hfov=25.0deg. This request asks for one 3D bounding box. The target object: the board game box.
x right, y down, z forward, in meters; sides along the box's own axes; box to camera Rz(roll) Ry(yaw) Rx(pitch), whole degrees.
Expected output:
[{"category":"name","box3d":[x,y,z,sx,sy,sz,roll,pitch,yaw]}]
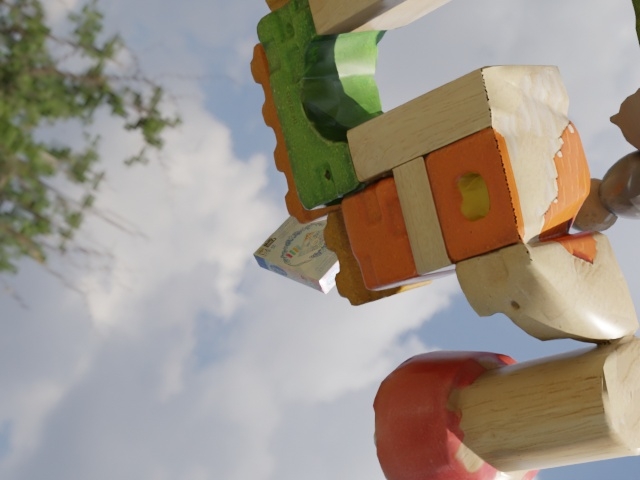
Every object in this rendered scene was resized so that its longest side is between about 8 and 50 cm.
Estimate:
[{"category":"board game box","box3d":[0.000,0.000,1.302,0.090,0.020,0.090,20,-122,44]}]

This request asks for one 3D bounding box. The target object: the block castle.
[{"category":"block castle","box3d":[0.124,-0.096,0.807,0.213,0.303,0.453,-21,-99,53]}]
